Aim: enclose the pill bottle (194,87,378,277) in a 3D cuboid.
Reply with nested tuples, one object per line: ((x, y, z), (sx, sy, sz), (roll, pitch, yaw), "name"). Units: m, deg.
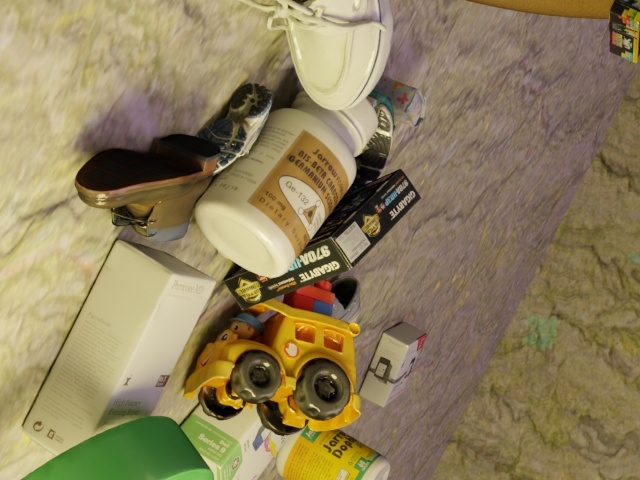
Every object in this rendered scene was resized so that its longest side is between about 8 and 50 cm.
((-0.033, -0.081, 1.333), (0.229, 0.131, 0.131), (-54, 159, -23), "pill bottle")

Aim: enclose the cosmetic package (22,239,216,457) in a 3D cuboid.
((-0.214, 0.123, 1.220), (0.231, 0.085, 0.117), (-62, 161, 3), "cosmetic package")

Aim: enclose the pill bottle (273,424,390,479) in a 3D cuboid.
((0.001, 0.362, 1.871), (0.117, 0.208, 0.117), (-50, 157, -30), "pill bottle")

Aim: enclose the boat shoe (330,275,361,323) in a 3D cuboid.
((0.001, 0.116, 1.771), (0.227, 0.079, 0.081), (-38, 140, -58), "boat shoe")

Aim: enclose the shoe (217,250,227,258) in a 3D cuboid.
((-0.050, -0.039, 1.417), (0.178, 0.081, 0.063), (-54, 159, -21), "shoe")

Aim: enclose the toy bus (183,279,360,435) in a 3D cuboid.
((-0.056, 0.142, 1.527), (0.149, 0.220, 0.211), (-33, -134, 57), "toy bus")

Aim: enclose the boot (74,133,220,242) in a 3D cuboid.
((-0.173, -0.035, 1.121), (0.219, 0.082, 0.106), (-27, 138, -61), "boot")

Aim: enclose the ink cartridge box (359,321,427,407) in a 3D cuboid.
((0.148, 0.254, 2.312), (0.109, 0.063, 0.150), (-20, 134, -62), "ink cartridge box")

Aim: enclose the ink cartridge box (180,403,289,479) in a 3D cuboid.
((-0.115, 0.270, 1.642), (0.212, 0.093, 0.154), (-50, 156, -35), "ink cartridge box")

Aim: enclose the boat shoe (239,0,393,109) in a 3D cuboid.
((-0.007, -0.269, 1.151), (0.156, 0.136, 0.367), (-45, 151, -40), "boat shoe")

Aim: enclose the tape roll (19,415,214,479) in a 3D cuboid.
((-0.264, 0.316, 1.195), (0.321, 0.077, 0.321), (-34, 161, -14), "tape roll")

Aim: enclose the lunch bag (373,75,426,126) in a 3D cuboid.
((0.111, -0.199, 1.627), (0.053, 0.071, 0.083), (-64, 158, -8), "lunch bag")

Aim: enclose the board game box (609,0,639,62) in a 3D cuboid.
((0.460, -0.353, 1.576), (0.170, 0.048, 0.141), (-61, 162, -6), "board game box")

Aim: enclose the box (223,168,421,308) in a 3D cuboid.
((0.000, 0.000, 1.451), (0.220, 0.051, 0.175), (-23, -165, 45), "box")

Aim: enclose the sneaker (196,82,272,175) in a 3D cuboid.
((-0.097, -0.111, 1.259), (0.135, 0.052, 0.058), (-51, 162, -27), "sneaker")

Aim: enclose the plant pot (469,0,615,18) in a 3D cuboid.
((0.337, -0.421, 1.632), (0.237, 0.254, 0.237), (-49, 155, -31), "plant pot")

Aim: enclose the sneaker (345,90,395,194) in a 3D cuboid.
((0.051, -0.137, 1.523), (0.110, 0.107, 0.275), (-62, 175, -20), "sneaker")
